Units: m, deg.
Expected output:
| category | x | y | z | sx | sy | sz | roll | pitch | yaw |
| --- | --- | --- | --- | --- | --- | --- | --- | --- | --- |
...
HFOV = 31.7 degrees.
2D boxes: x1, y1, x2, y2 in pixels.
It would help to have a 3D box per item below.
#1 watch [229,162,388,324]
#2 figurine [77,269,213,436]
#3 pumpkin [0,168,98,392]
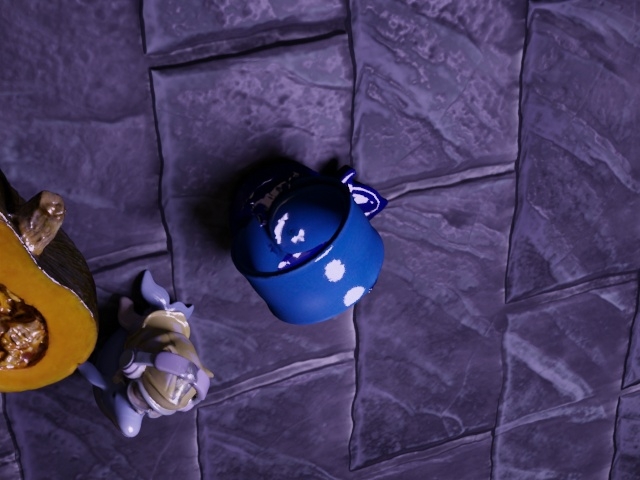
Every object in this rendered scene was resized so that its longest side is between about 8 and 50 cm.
| category | x | y | z | sx | sy | sz | roll | pitch | yaw |
| --- | --- | --- | --- | --- | --- | --- | --- | --- | --- |
| watch | -0.009 | 0.001 | 1.390 | 0.196 | 0.200 | 0.171 | -43 | 126 | 6 |
| figurine | -0.210 | 0.145 | 1.395 | 0.128 | 0.184 | 0.208 | 42 | 52 | -39 |
| pumpkin | -0.367 | 0.021 | 1.252 | 0.222 | 0.139 | 0.317 | -38 | 128 | 1 |
